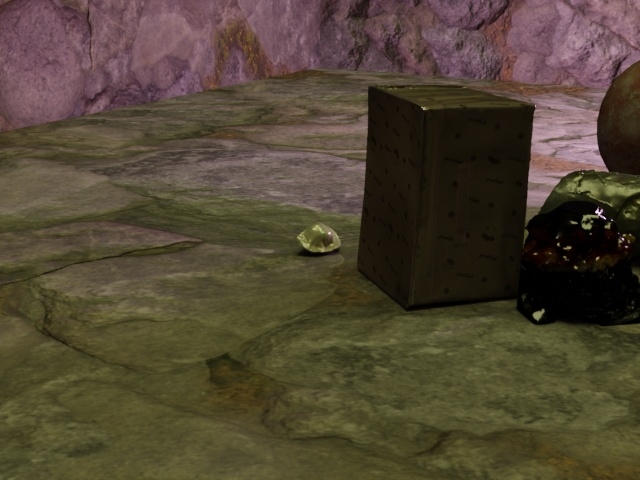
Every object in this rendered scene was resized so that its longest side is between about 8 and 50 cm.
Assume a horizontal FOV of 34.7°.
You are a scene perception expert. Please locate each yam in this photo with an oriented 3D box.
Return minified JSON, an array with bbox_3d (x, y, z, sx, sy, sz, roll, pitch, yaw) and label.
[{"bbox_3d":[0.504,-0.042,1.723,0.255,0.153,0.154,9,18,30],"label":"yam"}]

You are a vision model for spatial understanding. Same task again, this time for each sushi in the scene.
[{"bbox_3d":[0.367,0.025,1.458,0.172,0.150,0.153,-3,17,-12],"label":"sushi"}]

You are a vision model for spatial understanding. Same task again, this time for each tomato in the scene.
[{"bbox_3d":[0.712,-0.223,2.053,0.317,0.316,0.282,-11,-18,-35],"label":"tomato"}]

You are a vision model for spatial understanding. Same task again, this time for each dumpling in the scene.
[{"bbox_3d":[-0.001,0.002,1.735,0.052,0.057,0.076,-33,-18,14],"label":"dumpling"}]

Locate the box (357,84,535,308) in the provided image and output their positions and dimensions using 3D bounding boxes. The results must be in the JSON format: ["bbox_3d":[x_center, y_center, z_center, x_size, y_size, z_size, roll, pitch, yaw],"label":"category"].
[{"bbox_3d":[0.181,-0.074,1.545,0.191,0.297,0.225,-2,16,-19],"label":"box"}]
